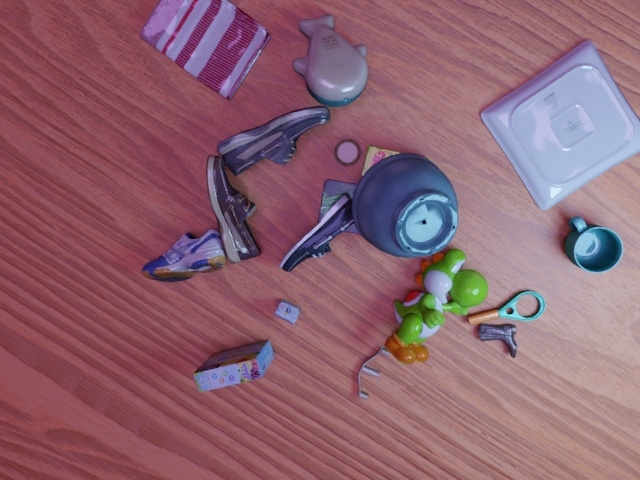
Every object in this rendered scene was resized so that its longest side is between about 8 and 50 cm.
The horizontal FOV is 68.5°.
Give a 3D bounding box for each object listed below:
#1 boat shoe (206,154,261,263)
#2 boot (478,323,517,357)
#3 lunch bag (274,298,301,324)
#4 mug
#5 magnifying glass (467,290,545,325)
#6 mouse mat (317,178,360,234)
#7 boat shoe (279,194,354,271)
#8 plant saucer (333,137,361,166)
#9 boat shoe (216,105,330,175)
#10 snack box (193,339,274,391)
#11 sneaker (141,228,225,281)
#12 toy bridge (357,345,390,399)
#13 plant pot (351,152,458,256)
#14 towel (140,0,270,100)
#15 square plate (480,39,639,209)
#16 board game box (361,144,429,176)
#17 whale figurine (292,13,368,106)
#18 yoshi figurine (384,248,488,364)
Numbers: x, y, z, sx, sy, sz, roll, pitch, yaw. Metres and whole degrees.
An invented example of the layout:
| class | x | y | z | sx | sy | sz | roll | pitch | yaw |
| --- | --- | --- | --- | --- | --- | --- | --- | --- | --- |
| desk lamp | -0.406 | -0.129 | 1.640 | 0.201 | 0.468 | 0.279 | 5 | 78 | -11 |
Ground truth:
| class | x | y | z | sx | sy | sz | roll | pitch | yaw |
| --- | --- | --- | --- | --- | --- | --- | --- | --- | --- |
| boat shoe | -0.253 | -0.096 | 1.409 | 0.123 | 0.123 | 0.341 | -11 | 110 | -2 |
| boot | 0.539 | 0.308 | 1.441 | 0.114 | 0.037 | 0.106 | -2 | 87 | 3 |
| lunch bag | -0.103 | 0.225 | 1.474 | 0.071 | 0.083 | 0.053 | 28 | 102 | 2 |
| mug | 0.766 | 0.006 | 1.332 | 0.130 | 0.097 | 0.157 | -1 | 99 | 7 |
| magnifying glass | 0.563 | 0.215 | 1.424 | 0.231 | 0.026 | 0.092 | -16 | 96 | 7 |
| mouse mat | 0.094 | -0.099 | 1.435 | 0.190 | 0.007 | 0.152 | 10 | 101 | 5 |
| boat shoe | 0.000 | 0.000 | 1.405 | 0.091 | 0.114 | 0.302 | 44 | 106 | 1 |
| plant saucer | 0.081 | -0.263 | 1.402 | 0.084 | 0.015 | 0.083 | 1 | 99 | 6 |
| boat shoe | -0.126 | -0.289 | 1.377 | 0.356 | 0.132 | 0.130 | -17 | 107 | 18 |
| snack box | -0.266 | 0.390 | 1.475 | 0.207 | 0.174 | 0.070 | -14 | 95 | 9 |
| sneaker | -0.429 | 0.048 | 1.483 | 0.297 | 0.112 | 0.130 | -13 | 69 | 16 |
| toy bridge | 0.159 | 0.419 | 1.508 | 0.063 | 0.026 | 0.188 | 24 | 101 | 3 |
| plant pot | 0.251 | -0.073 | 1.276 | 0.293 | 0.196 | 0.293 | -5 | 113 | -11 |
| towel | -0.341 | -0.605 | 1.379 | 0.329 | 0.037 | 0.237 | 36 | 103 | -1 |
| square plate | 0.689 | -0.314 | 1.310 | 0.347 | 0.049 | 0.344 | -34 | 95 | 10 |
| board game box | 0.218 | -0.215 | 1.381 | 0.181 | 0.043 | 0.092 | 13 | 101 | 4 |
| whale figurine | 0.024 | -0.499 | 1.323 | 0.216 | 0.141 | 0.272 | -18 | 75 | -10 |
| yoshi figurine | 0.357 | 0.206 | 1.377 | 0.203 | 0.203 | 0.362 | 25 | 100 | -15 |
